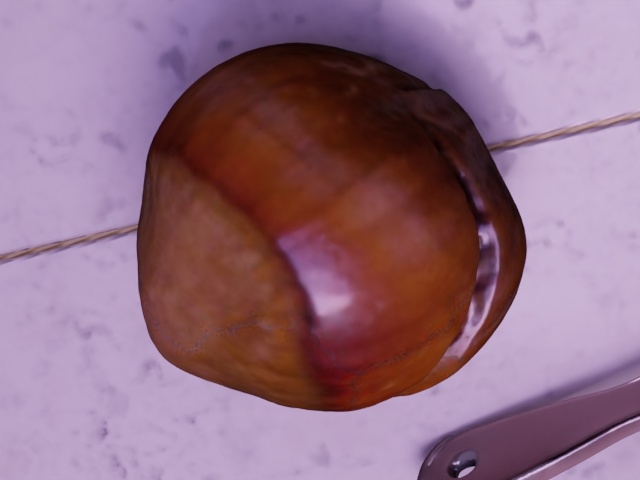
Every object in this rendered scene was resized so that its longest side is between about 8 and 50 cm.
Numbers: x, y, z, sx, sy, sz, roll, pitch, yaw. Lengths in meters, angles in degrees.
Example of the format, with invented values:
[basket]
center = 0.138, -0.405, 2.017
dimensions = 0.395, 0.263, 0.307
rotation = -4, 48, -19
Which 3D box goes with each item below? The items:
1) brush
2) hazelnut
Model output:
[brush]
center = 0.196, 0.083, 0.954
dimensions = 0.312, 0.072, 0.067
rotation = -24, 122, 15
[hazelnut]
center = 0.000, 0.000, 0.889
dimensions = 0.182, 0.182, 0.182
rotation = 2, 112, 4
